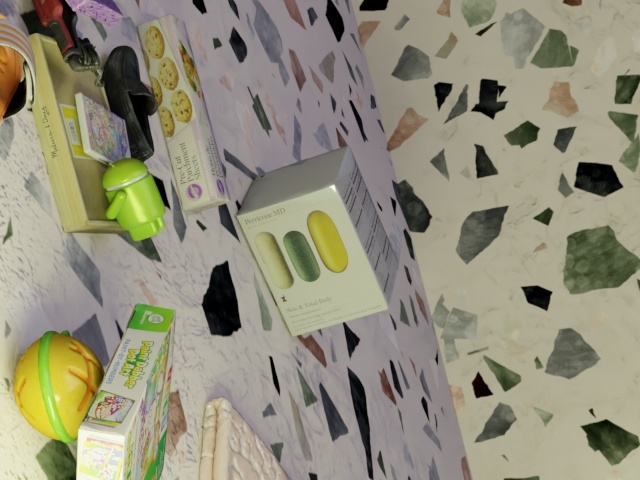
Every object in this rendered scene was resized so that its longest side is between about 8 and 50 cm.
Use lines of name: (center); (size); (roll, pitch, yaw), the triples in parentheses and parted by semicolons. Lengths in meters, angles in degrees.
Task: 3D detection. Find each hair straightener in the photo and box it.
hair straightener: (-0.324, -0.276, 1.708); (0.089, 0.047, 0.230); (31, 17, -46)

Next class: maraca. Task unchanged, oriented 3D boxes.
maraca: (-0.290, 0.162, 1.441); (0.185, 0.099, 0.127); (-107, -172, -86)

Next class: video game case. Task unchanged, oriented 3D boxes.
video game case: (-0.296, -0.144, 1.750); (0.122, 0.011, 0.087); (33, 42, -66)

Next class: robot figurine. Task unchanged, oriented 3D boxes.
robot figurine: (-0.251, -0.059, 1.711); (0.115, 0.067, 0.101); (68, 22, -14)

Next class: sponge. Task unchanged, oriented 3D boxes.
sponge: (-0.362, -0.392, 1.764); (0.210, 0.031, 0.117); (54, 13, 10)

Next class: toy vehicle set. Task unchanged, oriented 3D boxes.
toy vehicle set: (-0.327, -0.141, 1.733); (0.166, 0.035, 0.267); (4, 69, -73)

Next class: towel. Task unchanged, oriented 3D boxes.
towel: (-0.087, 0.445, 1.890); (0.317, 0.053, 0.332); (-90, 157, -46)

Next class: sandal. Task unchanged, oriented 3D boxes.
sandal: (-0.382, -0.188, 1.531); (0.265, 0.076, 0.102); (-89, 156, -48)

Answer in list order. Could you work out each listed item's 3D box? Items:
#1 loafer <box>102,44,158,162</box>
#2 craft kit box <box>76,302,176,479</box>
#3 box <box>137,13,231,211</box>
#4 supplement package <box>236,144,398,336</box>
loafer: (-0.276, -0.200, 1.885); (0.076, 0.078, 0.223); (51, 26, -52)
craft kit box: (-0.223, 0.240, 1.453); (0.246, 0.061, 0.250); (-71, 171, -59)
box: (-0.224, -0.209, 2.091); (0.063, 0.067, 0.324); (10, 65, -71)
supplement package: (0.000, 0.000, 2.367); (0.198, 0.199, 0.262); (-71, 140, -63)
